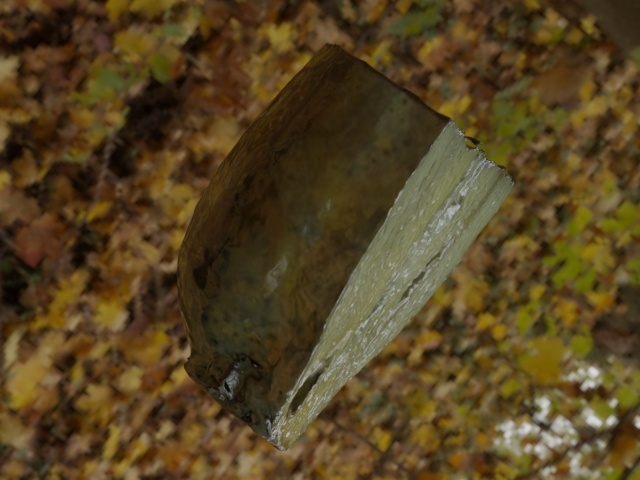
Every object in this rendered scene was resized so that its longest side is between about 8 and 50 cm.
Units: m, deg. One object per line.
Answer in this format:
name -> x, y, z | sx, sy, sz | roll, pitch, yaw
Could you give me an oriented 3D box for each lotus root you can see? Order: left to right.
lotus root -> -0.004, 0.011, 0.900 | 0.260, 0.149, 0.267 | -55, 162, 6
